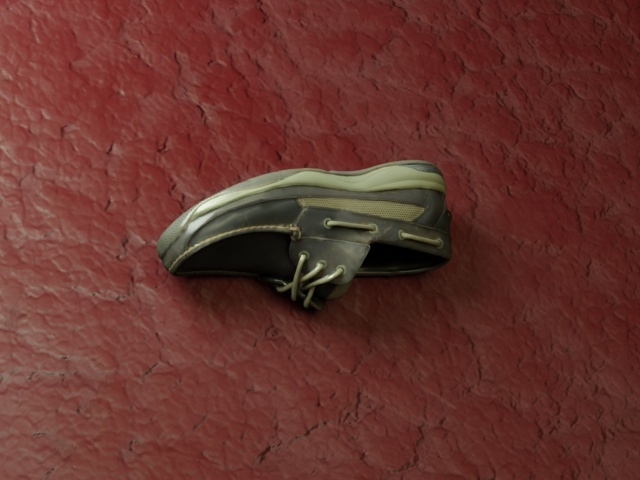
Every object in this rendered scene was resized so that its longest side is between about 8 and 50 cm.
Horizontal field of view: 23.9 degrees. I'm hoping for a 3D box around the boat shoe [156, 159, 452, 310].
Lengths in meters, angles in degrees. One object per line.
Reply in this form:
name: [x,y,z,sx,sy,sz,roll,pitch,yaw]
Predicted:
boat shoe: [0.000,0.000,1.652,0.355,0.132,0.130,-11,69,-26]
